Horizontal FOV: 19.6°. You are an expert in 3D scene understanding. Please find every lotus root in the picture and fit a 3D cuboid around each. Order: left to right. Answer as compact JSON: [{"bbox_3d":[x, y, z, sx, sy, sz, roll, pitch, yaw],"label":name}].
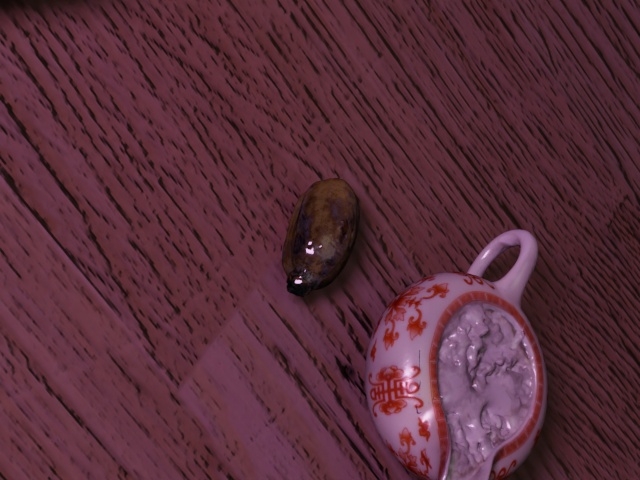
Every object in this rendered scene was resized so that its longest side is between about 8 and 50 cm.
[{"bbox_3d":[0.000,0.000,1.342,0.049,0.054,0.099,26,60,-12],"label":"lotus root"}]

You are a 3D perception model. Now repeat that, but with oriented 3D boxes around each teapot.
[{"bbox_3d":[0.105,0.094,1.379,0.159,0.116,0.245,28,64,-21],"label":"teapot"}]
